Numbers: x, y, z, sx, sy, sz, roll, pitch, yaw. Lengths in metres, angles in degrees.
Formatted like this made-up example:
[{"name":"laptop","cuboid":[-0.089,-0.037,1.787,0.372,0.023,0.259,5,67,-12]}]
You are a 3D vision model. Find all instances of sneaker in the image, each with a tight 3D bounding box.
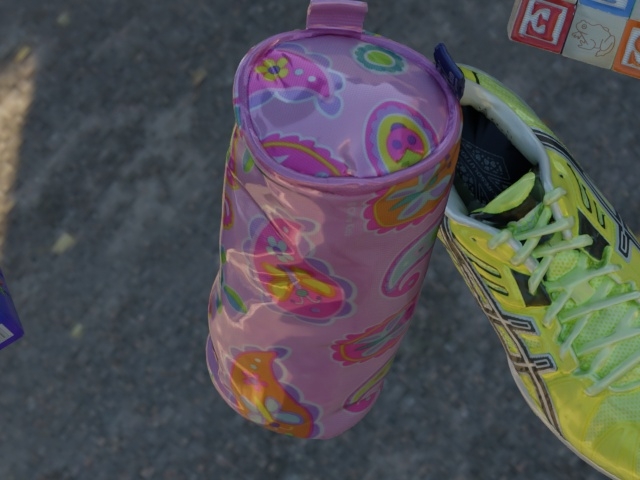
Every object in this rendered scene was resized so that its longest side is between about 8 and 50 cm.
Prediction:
[{"name":"sneaker","cuboid":[0.166,0.031,1.103,0.145,0.147,0.385,-41,68,6]}]

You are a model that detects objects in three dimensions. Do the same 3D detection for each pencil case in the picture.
[{"name":"pencil case","cuboid":[0.000,0.000,0.859,0.124,0.284,0.124,3,55,-4]}]

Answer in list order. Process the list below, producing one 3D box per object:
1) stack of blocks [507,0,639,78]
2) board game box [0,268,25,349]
[{"name":"stack of blocks","cuboid":[0.316,-0.204,1.230,0.087,0.297,0.171,-67,-7,-75]},{"name":"board game box","cuboid":[-0.441,0.070,1.296,0.347,0.078,0.233,-32,50,3]}]
